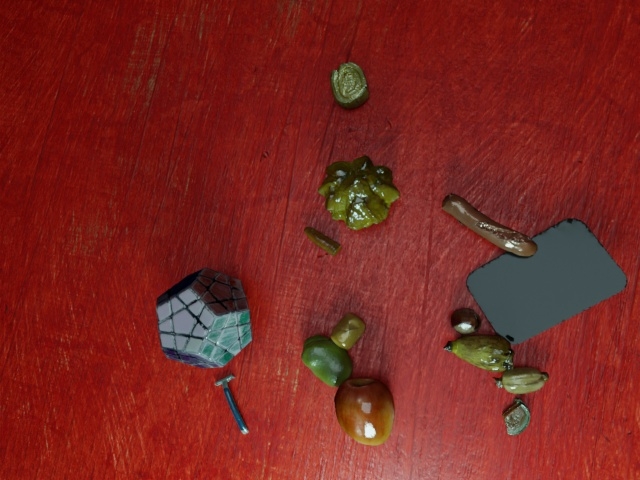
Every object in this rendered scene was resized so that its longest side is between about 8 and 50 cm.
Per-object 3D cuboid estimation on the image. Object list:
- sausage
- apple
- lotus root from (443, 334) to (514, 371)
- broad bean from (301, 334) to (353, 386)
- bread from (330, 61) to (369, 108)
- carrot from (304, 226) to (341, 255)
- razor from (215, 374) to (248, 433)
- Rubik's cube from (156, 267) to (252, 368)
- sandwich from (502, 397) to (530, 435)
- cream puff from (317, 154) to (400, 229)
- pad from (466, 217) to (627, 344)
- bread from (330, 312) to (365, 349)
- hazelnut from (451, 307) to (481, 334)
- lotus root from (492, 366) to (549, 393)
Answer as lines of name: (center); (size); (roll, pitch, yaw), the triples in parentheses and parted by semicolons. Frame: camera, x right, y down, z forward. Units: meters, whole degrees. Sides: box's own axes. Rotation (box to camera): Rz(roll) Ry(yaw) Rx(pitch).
sausage: (0.496, -0.043, 1.246); (0.304, 0.078, 0.078); (37, 92, 21)
apple: (0.135, 0.502, 1.227); (0.200, 0.199, 0.198); (-1, 84, 11)
lotus root: (0.460, 0.318, 1.215); (0.191, 0.094, 0.108); (10, 110, 23)
broad bean: (0.019, 0.374, 1.312); (0.175, 0.082, 0.124); (32, 91, 3)
bread: (0.095, -0.519, 1.397); (0.118, 0.064, 0.156); (-13, 80, 6)
carrot: (0.000, 0.000, 1.370); (0.139, 0.048, 0.048); (33, 91, 15)
razor: (-0.285, 0.544, 1.372); (0.068, 0.037, 0.191); (-26, 79, 7)
Rubik's cube: (-0.361, 0.244, 1.303); (0.319, 0.319, 0.264); (-31, 106, 7)
sandwich: (0.567, 0.515, 1.206); (0.069, 0.026, 0.101); (39, 93, 12)
cream puff: (0.121, -0.156, 1.305); (0.245, 0.196, 0.243); (-2, 99, -14)
pad: (0.636, 0.095, 1.245); (0.376, 0.063, 0.314); (-32, 72, 13)
bread: (0.089, 0.279, 1.297); (0.082, 0.056, 0.115); (41, 65, 13)
hazelnut: (0.433, 0.239, 1.242); (0.087, 0.086, 0.086); (-1, 84, 11)
lotus root: (0.573, 0.401, 1.198); (0.151, 0.062, 0.072); (-10, 75, 10)
